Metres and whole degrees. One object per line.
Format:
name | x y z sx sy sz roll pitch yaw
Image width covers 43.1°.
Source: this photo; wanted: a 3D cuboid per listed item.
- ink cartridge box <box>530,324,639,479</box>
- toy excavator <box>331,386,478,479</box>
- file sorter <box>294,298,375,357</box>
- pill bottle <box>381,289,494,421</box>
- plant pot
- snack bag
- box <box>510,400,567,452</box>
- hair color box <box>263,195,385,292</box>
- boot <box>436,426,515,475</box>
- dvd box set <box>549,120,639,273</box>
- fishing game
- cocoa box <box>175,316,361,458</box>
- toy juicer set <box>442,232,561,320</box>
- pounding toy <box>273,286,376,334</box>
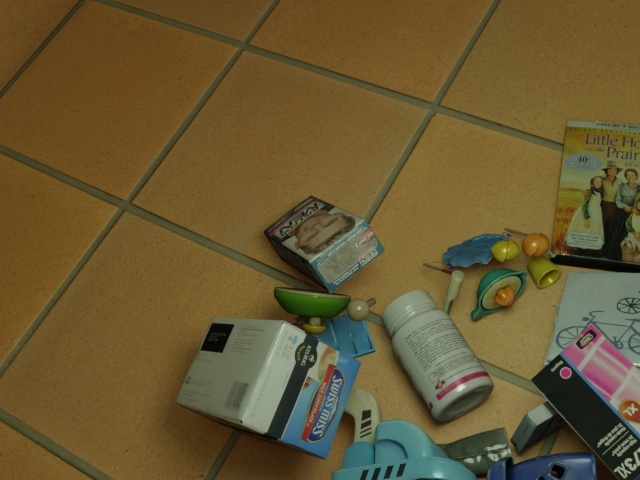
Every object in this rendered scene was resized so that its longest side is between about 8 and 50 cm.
ink cartridge box | 0.598 0.352 1.582 0.176 0.069 0.371 -45 52 8
toy excavator | 0.129 0.465 1.756 0.432 0.222 0.445 -16 45 26
file sorter | 0.034 0.229 2.001 0.170 0.104 0.118 -17 59 1
pill bottle | 0.266 0.265 1.899 0.160 0.160 0.283 -28 59 -5
plant pot | 0.450 0.544 1.635 0.212 0.236 0.236 -2 77 18
snack bag | 0.695 0.179 1.848 0.323 0.037 0.342 0 35 25
box | 0.512 0.379 1.767 0.186 0.145 0.038 -24 59 -21
hair color box | 0.000 0.000 2.037 0.174 0.105 0.347 -38 24 -11
boot | 0.329 0.517 1.799 0.208 0.076 0.190 -4 61 1
dvd box set | 0.765 -0.115 2.077 0.307 0.062 0.421 8 62 16
fishing game | 0.396 0.032 2.034 0.264 0.041 0.189 -23 17 -20
cocoa box | -0.121 0.319 1.804 0.347 0.228 0.232 -6 57 57
toy juicer set | 0.426 0.100 1.935 0.329 0.209 0.089 -27 50 -6
pounding toy | 0.002 0.177 1.899 0.236 0.183 0.110 7 89 11
